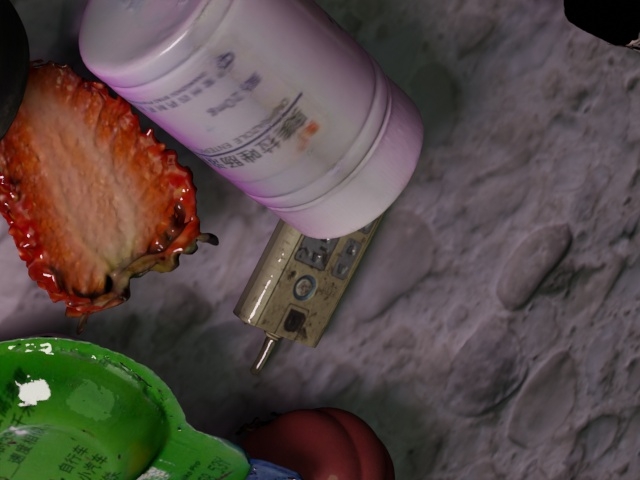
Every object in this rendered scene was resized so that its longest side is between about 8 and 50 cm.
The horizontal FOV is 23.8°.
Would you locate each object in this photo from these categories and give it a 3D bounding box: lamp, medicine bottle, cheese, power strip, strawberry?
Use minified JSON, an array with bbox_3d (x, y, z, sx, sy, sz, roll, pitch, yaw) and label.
[{"bbox_3d":[-0.023,0.225,1.369,0.182,0.140,0.182,-25,141,-22],"label":"lamp"},{"bbox_3d":[-0.047,-0.122,1.177,0.254,0.152,0.152,39,85,-40],"label":"medicine bottle"},{"bbox_3d":[-0.168,0.162,1.206,0.320,0.083,0.204,23,129,-22],"label":"cheese"},{"bbox_3d":[0.000,0.000,1.343,0.092,0.034,0.268,24,94,-41],"label":"power strip"},{"bbox_3d":[-0.185,-0.050,1.163,0.167,0.087,0.208,-35,114,-34],"label":"strawberry"}]

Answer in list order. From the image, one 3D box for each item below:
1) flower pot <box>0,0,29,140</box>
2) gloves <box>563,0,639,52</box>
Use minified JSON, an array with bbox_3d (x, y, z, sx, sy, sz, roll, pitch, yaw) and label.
[{"bbox_3d":[-0.286,-0.124,0.983,0.235,0.235,0.148,-60,149,1],"label":"flower pot"},{"bbox_3d":[0.315,-0.228,1.416,0.212,0.127,0.111,-30,114,-48],"label":"gloves"}]
